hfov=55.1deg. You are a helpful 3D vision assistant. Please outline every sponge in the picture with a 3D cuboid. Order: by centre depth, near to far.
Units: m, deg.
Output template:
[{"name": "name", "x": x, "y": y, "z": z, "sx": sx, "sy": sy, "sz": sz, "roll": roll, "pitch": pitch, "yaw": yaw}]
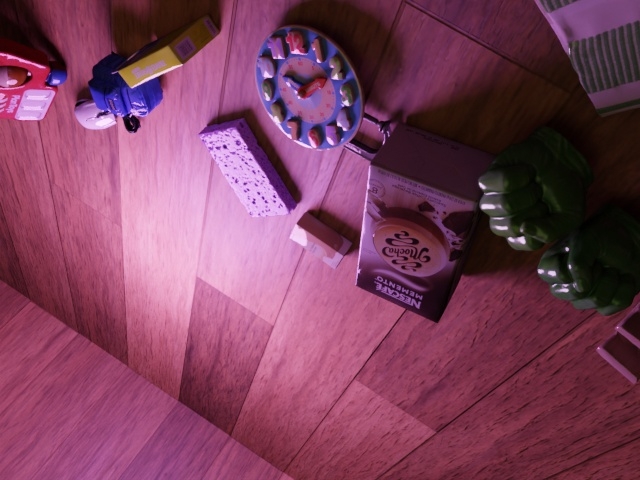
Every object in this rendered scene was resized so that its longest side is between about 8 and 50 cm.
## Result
[{"name": "sponge", "x": -0.142, "y": -0.136, "z": 1.201, "sx": 0.117, "sy": 0.031, "sz": 0.210, "roll": -3, "pitch": 129, "yaw": 42}]

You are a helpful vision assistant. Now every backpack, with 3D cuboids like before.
[{"name": "backpack", "x": -0.367, "y": -0.284, "z": 1.166, "sx": 0.120, "sy": 0.101, "sz": 0.098, "roll": 18, "pitch": 147, "yaw": 18}]

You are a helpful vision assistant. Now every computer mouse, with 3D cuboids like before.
[{"name": "computer mouse", "x": -0.474, "y": -0.270, "z": 1.318, "sx": 0.193, "sy": 0.042, "sz": 0.106, "roll": 0, "pitch": 132, "yaw": 39}]

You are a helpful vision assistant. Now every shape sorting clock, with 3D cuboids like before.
[{"name": "shape sorting clock", "x": -0.022, "y": -0.233, "z": 0.960, "sx": 0.206, "sy": 0.040, "sz": 0.206, "roll": 22, "pitch": 132, "yaw": 27}]

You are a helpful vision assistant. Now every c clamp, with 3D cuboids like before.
[{"name": "c clamp", "x": 0.052, "y": -0.192, "z": 0.984, "sx": 0.160, "sy": 0.022, "sz": 0.137, "roll": 33, "pitch": 144, "yaw": 6}]

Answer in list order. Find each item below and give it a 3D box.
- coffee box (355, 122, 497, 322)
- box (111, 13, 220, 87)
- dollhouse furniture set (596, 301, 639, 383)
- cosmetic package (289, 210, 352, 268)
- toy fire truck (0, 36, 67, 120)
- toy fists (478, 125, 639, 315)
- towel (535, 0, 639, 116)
[{"name": "coffee box", "x": 0.163, "y": -0.020, "z": 1.001, "sx": 0.168, "sy": 0.119, "sz": 0.297, "roll": 23, "pitch": 142, "yaw": 17}, {"name": "box", "x": -0.263, "y": -0.315, "z": 1.034, "sx": 0.178, "sy": 0.109, "sz": 0.042, "roll": -5, "pitch": 129, "yaw": 43}, {"name": "dollhouse furniture set", "x": 0.631, "y": 0.108, "z": 0.735, "sx": 0.394, "sy": 0.256, "sz": 0.362, "roll": 44, "pitch": 149, "yaw": 26}, {"name": "cosmetic package", "x": 0.000, "y": 0.000, "z": 1.226, "sx": 0.115, "sy": 0.041, "sz": 0.060, "roll": 33, "pitch": 145, "yaw": 4}, {"name": "toy fire truck", "x": -0.674, "y": -0.331, "z": 1.273, "sx": 0.302, "sy": 0.253, "sz": 0.169, "roll": -27, "pitch": 76, "yaw": 50}, {"name": "toy fists", "x": 0.333, "y": -0.015, "z": 0.826, "sx": 0.279, "sy": 0.142, "sz": 0.096, "roll": 44, "pitch": -178, "yaw": -12}, {"name": "towel", "x": 0.332, "y": -0.266, "z": 0.597, "sx": 0.247, "sy": 0.038, "sz": 0.325, "roll": -8, "pitch": 139, "yaw": 45}]
